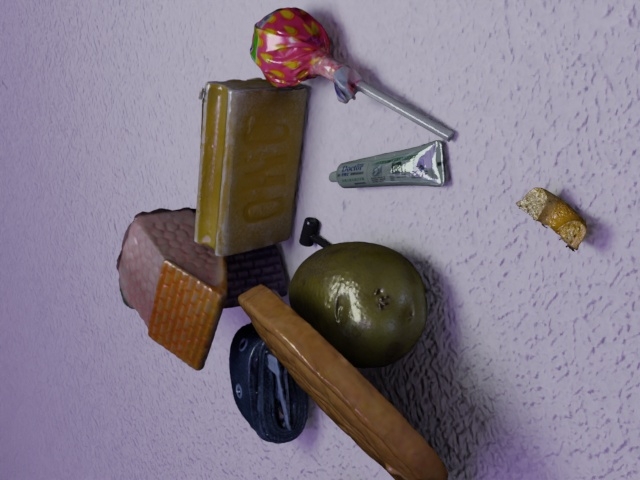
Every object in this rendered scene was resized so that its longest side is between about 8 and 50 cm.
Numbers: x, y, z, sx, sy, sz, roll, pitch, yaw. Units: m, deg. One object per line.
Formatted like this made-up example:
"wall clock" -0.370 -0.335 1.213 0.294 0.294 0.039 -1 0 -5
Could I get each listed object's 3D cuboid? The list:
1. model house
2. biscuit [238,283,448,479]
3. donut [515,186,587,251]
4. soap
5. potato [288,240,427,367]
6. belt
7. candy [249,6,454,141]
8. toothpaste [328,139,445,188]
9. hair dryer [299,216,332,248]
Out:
"model house" -0.203 0.085 1.319 0.237 0.237 0.202 49 128 35
"biscuit" 0.029 0.227 1.068 0.385 0.062 0.365 39 168 35
"donut" 0.279 -0.027 0.878 0.038 0.067 0.083 -56 22 21
"soap" -0.116 -0.123 1.222 0.089 0.173 0.274 27 120 38
"potato" 0.045 0.089 1.105 0.251 0.159 0.174 12 65 54
"belt" -0.085 0.255 1.316 0.128 0.122 0.218 26 124 58
"candy" 0.043 -0.233 1.084 0.365 0.124 0.124 36 126 26
"toothpaste" 0.094 -0.103 1.093 0.218 0.041 0.064 -3 92 46
"hair dryer" 0.000 0.000 1.236 0.083 0.026 0.047 37 126 34
